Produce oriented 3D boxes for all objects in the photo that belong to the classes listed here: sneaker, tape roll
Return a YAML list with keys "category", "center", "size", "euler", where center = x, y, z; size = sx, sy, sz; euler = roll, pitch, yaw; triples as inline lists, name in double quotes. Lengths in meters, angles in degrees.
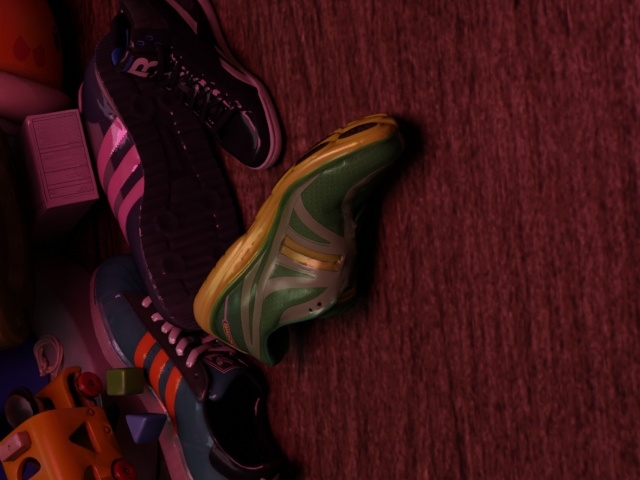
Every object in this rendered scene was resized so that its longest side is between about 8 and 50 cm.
- category: "sneaker"
  center: [-0.166, -0.049, 1.662]
  size: [0.131, 0.112, 0.319]
  euler: [-42, 59, 59]
- category: "sneaker"
  center: [0.000, 0.000, 1.496]
  size: [0.123, 0.109, 0.295]
  euler: [40, 125, 4]
- category: "sneaker"
  center: [-0.134, -0.151, 1.583]
  size: [0.217, 0.121, 0.079]
  euler: [59, 134, 23]
- category: "tape roll"
  center: [-0.330, 0.205, 1.892]
  size: [0.392, 0.072, 0.392]
  euler: [11, 104, 47]
- category: "sneaker"
  center: [-0.123, 0.129, 1.638]
  size: [0.121, 0.108, 0.302]
  euler: [-41, 71, 38]

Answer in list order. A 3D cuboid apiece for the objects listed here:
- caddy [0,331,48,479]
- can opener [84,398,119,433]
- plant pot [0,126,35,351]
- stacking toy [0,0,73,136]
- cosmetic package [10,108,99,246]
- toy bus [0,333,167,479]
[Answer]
- category: "caddy"
  center: [-0.457, 0.175, 1.842]
  size: [0.341, 0.179, 0.241]
  euler: [24, 113, 43]
- category: "can opener"
  center: [-0.253, 0.242, 1.726]
  size: [0.186, 0.059, 0.073]
  euler: [-62, 26, 21]
- category: "plant pot"
  center: [-0.476, 0.011, 1.614]
  size: [0.366, 0.353, 0.366]
  euler: [-9, -90, -88]
- category: "stacking toy"
  center: [-0.399, -0.369, 1.748]
  size: [0.351, 0.351, 0.479]
  euler: [10, 88, 46]
- category: "cosmetic package"
  center: [-0.292, -0.061, 1.755]
  size: [0.239, 0.060, 0.099]
  euler: [150, 109, -70]
- category: "toy bus"
  center: [-0.264, 0.205, 1.616]
  size: [0.202, 0.104, 0.191]
  euler: [15, 99, 39]
